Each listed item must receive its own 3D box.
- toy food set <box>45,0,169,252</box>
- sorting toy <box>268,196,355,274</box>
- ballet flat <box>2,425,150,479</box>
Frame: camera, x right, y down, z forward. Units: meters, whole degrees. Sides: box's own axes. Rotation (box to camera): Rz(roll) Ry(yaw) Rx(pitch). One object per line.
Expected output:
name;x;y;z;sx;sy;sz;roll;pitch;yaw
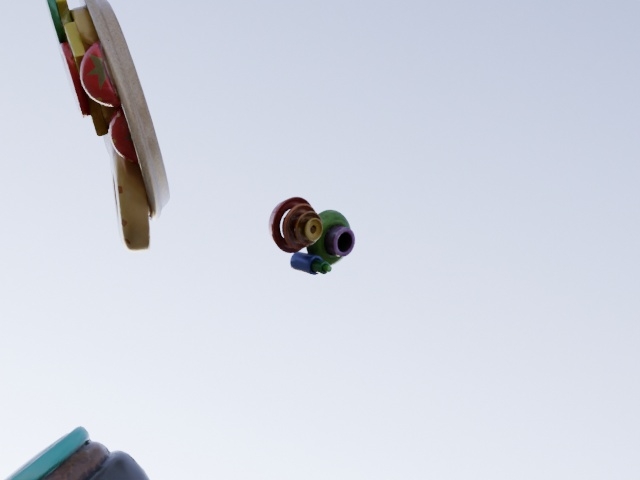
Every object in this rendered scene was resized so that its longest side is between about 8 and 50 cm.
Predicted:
toy food set;-0.070;-0.043;0.445;0.020;0.082;0.083;-18;-43;-9
sorting toy;0.000;0.000;1.139;0.042;0.061;0.102;14;-3;45
ballet flat;-0.141;0.153;0.479;0.280;0.095;0.096;-29;-83;45
